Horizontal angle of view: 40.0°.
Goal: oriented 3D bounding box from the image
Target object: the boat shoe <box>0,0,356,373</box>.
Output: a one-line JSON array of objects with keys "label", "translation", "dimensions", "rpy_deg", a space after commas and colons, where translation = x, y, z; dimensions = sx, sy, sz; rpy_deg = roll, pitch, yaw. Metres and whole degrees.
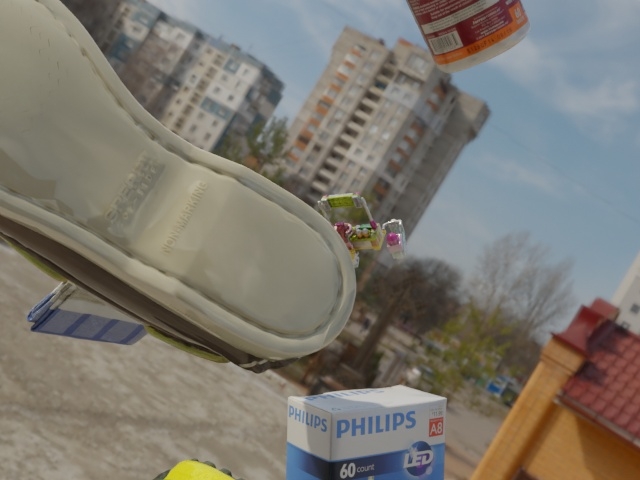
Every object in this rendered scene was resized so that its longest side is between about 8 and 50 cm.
[{"label": "boat shoe", "translation": [-0.133, -0.038, 0.472], "dimensions": [0.324, 0.116, 0.097], "rpy_deg": [35, -29, -11]}]

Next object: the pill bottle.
[{"label": "pill bottle", "translation": [0.147, -0.317, 1.017], "dimensions": [0.221, 0.121, 0.121], "rpy_deg": [62, -11, -17]}]

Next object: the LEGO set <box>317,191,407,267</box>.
[{"label": "LEGO set", "translation": [0.000, 0.000, 1.507], "dimensions": [0.132, 0.287, 0.107], "rpy_deg": [-97, 165, -52]}]

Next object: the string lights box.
[{"label": "string lights box", "translation": [0.039, 0.272, 0.808], "dimensions": [0.133, 0.259, 0.077], "rpy_deg": [0, 3, -33]}]

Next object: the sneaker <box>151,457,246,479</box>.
[{"label": "sneaker", "translation": [-0.045, 0.230, 0.507], "dimensions": [0.343, 0.134, 0.146], "rpy_deg": [0, 6, 45]}]

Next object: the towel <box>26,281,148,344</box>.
[{"label": "towel", "translation": [-0.258, 0.052, 1.258], "dimensions": [0.209, 0.285, 0.034], "rpy_deg": [20, 36, -51]}]
